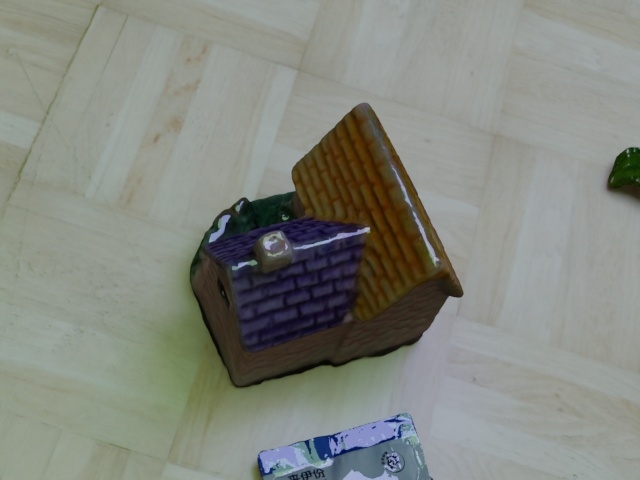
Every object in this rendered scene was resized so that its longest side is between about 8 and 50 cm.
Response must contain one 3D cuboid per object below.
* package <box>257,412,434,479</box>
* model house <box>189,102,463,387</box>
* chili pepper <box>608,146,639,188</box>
[{"bbox_3d":[0.039,0.268,1.074,0.171,0.027,0.173,-13,70,-17],"label":"package"},{"bbox_3d":[0.000,0.000,1.083,0.237,0.237,0.202,-11,68,-16],"label":"model house"},{"bbox_3d":[0.446,-0.057,1.300,0.204,0.073,0.072,24,48,0],"label":"chili pepper"}]
